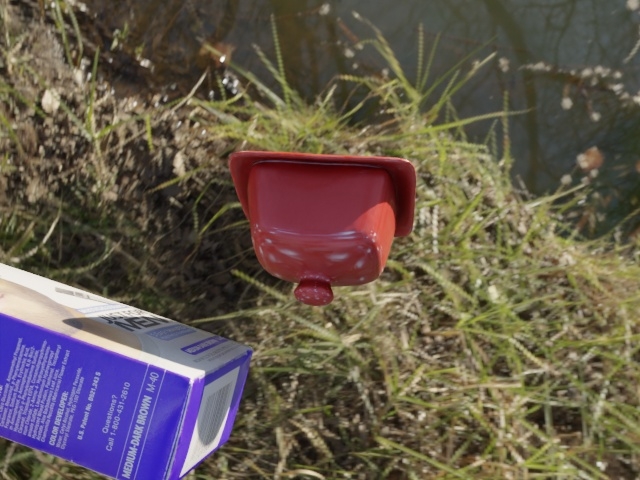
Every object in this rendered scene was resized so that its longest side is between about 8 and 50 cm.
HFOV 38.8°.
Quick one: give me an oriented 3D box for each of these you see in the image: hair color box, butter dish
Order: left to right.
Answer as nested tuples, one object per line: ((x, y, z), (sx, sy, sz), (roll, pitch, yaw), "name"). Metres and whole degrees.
((-0.251, 0.102, 0.818), (0.339, 0.185, 0.110), (16, 94, 10), "hair color box")
((0.000, 0.000, 0.796), (0.160, 0.160, 0.118), (4, 66, 6), "butter dish")
